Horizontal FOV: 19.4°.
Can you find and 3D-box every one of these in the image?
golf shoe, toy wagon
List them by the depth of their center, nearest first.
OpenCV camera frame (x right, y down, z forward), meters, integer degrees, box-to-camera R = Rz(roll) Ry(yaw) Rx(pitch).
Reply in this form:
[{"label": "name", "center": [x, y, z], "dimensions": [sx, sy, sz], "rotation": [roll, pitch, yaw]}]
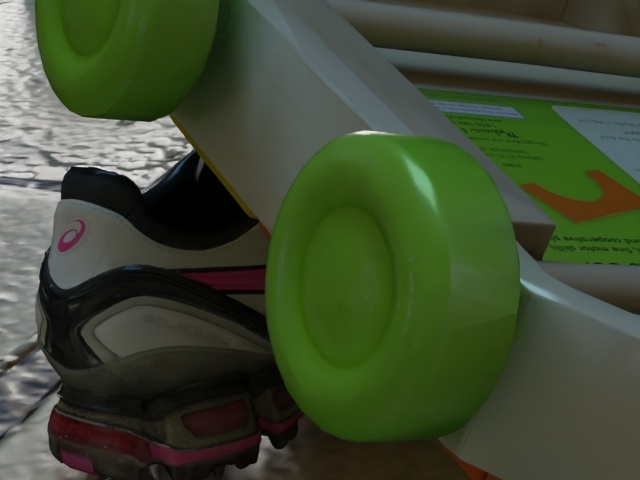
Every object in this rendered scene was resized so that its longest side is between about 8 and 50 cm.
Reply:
[{"label": "toy wagon", "center": [0.100, 0.007, 0.418], "dimensions": [0.267, 0.068, 0.344], "rotation": [2, 32, -34]}, {"label": "golf shoe", "center": [0.000, 0.000, 0.517], "dimensions": [0.067, 0.086, 0.186], "rotation": [10, 20, 36]}]
